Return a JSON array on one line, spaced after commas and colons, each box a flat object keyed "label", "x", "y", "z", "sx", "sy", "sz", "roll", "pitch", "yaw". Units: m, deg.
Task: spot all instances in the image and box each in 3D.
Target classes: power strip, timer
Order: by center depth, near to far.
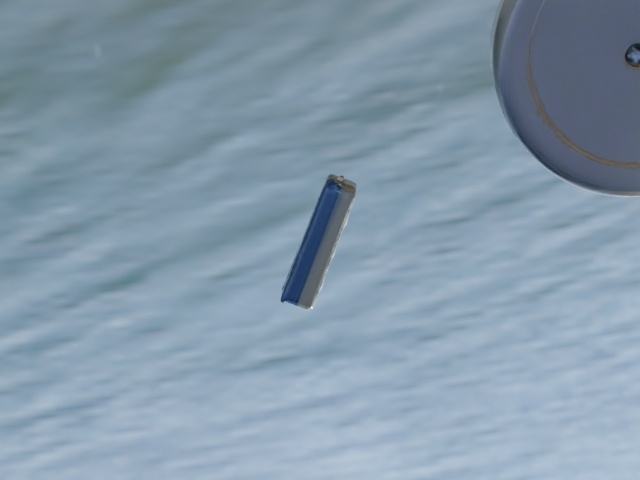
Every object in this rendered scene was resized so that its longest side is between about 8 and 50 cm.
[{"label": "timer", "x": 0.177, "y": -0.131, "z": 1.230, "sx": 0.175, "sy": 0.175, "sz": 0.266, "roll": -7, "pitch": -171, "yaw": -6}, {"label": "power strip", "x": 0.000, "y": 0.000, "z": 1.636, "sx": 0.032, "sy": 0.123, "sz": 0.056, "roll": 21, "pitch": -174, "yaw": -3}]
